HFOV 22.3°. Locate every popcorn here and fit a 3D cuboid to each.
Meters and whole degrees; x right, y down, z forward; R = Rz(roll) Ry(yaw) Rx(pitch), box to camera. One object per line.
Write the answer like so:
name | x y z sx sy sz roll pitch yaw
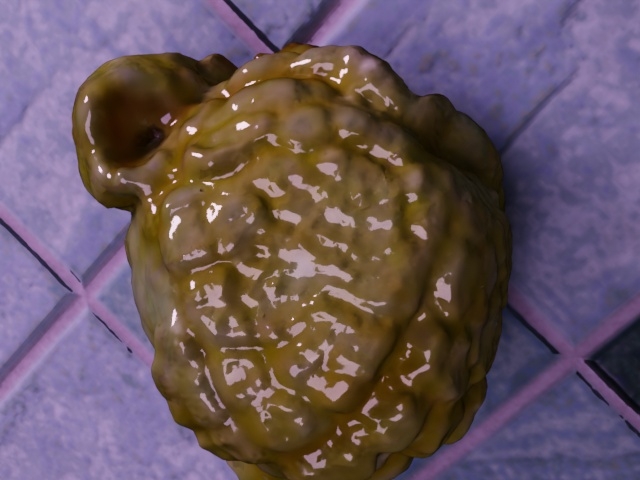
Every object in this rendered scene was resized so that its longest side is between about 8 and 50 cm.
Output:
popcorn | 0.000 0.000 0.930 0.225 0.174 0.286 -24 85 8
